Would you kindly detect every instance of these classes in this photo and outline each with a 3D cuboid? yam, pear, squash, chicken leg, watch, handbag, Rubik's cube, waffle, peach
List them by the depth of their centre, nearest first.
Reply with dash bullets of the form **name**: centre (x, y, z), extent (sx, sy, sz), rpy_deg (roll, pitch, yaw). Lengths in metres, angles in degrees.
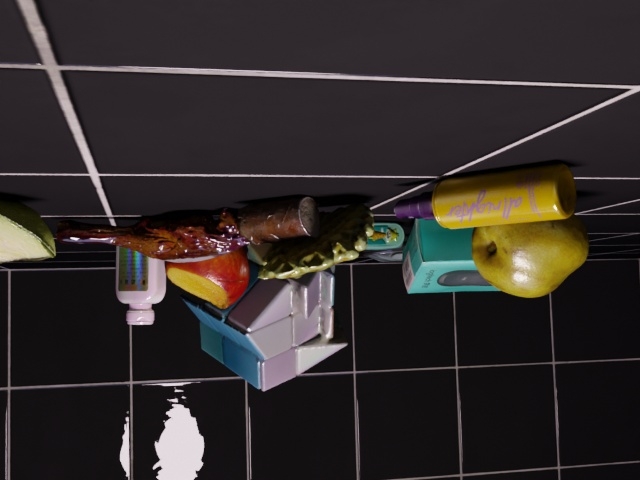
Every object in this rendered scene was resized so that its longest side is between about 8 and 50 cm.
- **squash**: centre (-0.531, -0.042, 1.284), extent (0.192, 0.085, 0.184), rpy_deg (-6, 145, 24)
- **yam**: centre (-0.071, -0.035, 1.396), extent (0.141, 0.079, 0.079), rpy_deg (-8, 173, 35)
- **waffle**: centre (0.002, 0.002, 1.416), extent (0.204, 0.054, 0.223), rpy_deg (-20, -160, 16)
- **pear**: centre (0.367, 0.007, 1.437), extent (0.200, 0.200, 0.200), rpy_deg (-2, 175, 0)
- **chicken leg**: centre (-0.312, -0.007, 1.577), extent (0.407, 0.096, 0.158), rpy_deg (0, 171, 8)
- **peach**: centre (-0.257, 0.061, 1.820), extent (0.190, 0.192, 0.190), rpy_deg (-10, 169, -2)
- **watch**: centre (0.084, -0.009, 1.882), extent (0.237, 0.068, 0.195), rpy_deg (-3, 179, -31)
- **Rubik's cube**: centre (-0.118, 0.167, 2.007), extent (0.368, 0.358, 0.387), rpy_deg (-21, -147, -38)
- **handbag**: centre (0.277, 0.017, 2.247), extent (0.332, 0.075, 0.191), rpy_deg (-8, 176, 33)

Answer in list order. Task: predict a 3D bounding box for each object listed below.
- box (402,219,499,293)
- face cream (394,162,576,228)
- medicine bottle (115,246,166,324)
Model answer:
- **box**: centre (0.352, 0.032, 1.803), extent (0.311, 0.118, 0.205), rpy_deg (-1, 158, -5)
- **face cream**: centre (0.229, -0.059, 1.178), extent (0.273, 0.078, 0.078), rpy_deg (-5, 174, 39)
- **medicine bottle**: centre (-0.415, 0.084, 1.861), extent (0.115, 0.219, 0.078), rpy_deg (-2, 176, 22)
